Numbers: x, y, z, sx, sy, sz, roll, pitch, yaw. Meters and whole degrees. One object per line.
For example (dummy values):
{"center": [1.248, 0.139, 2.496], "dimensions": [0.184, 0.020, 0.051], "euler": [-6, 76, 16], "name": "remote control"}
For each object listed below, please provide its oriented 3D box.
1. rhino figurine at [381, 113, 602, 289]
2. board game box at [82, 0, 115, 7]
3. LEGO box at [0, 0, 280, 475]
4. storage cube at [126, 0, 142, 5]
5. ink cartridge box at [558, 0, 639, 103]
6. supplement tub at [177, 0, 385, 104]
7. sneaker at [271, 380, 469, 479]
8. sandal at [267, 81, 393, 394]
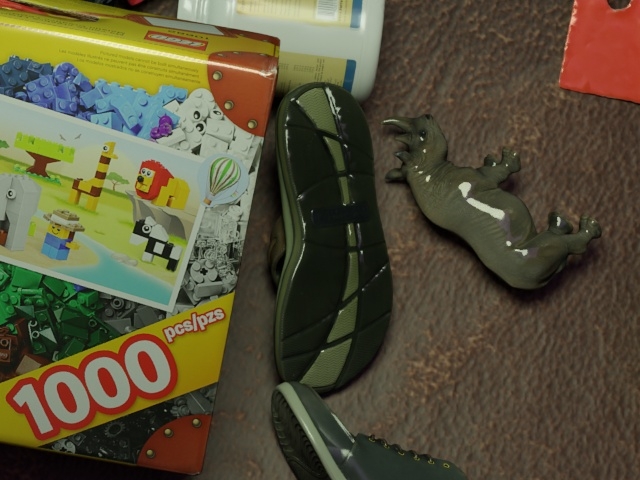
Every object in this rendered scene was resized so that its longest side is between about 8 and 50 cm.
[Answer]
{"center": [0.154, -0.045, 1.779], "dimensions": [0.243, 0.073, 0.106], "euler": [40, 69, 9], "name": "rhino figurine"}
{"center": [-0.255, -0.301, 1.727], "dimensions": [0.042, 0.243, 0.165], "euler": [-29, 77, -22], "name": "board game box"}
{"center": [-0.312, -0.033, 1.574], "dimensions": [0.500, 0.193, 0.372], "euler": [10, 104, -3], "name": "LEGO box"}
{"center": [-0.180, -0.391, 1.780], "dimensions": [0.184, 0.215, 0.193], "euler": [-34, 66, -15], "name": "storage cube"}
{"center": [0.459, -0.269, 1.801], "dimensions": [0.385, 0.091, 0.308], "euler": [11, 94, 5], "name": "ink cartridge box"}
{"center": [-0.043, -0.214, 1.774], "dimensions": [0.200, 0.144, 0.144], "euler": [7, 71, -4], "name": "supplement tub"}
{"center": [0.051, 0.211, 1.687], "dimensions": [0.118, 0.083, 0.222], "euler": [-30, 79, -26], "name": "sneaker"}
{"center": [0.001, -0.001, 1.736], "dimensions": [0.120, 0.086, 0.302], "euler": [2, 86, -25], "name": "sandal"}
